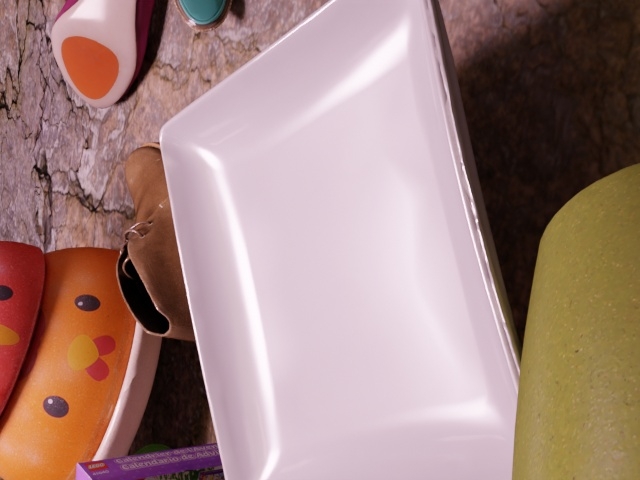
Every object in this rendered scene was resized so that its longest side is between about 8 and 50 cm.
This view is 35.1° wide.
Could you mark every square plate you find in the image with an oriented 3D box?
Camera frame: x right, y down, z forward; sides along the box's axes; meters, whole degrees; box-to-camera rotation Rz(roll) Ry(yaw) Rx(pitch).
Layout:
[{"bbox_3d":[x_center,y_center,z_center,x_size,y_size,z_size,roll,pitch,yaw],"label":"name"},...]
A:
[{"bbox_3d":[0.007,0.020,0.741,0.347,0.049,0.344,-24,75,50],"label":"square plate"}]

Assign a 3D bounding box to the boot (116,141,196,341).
[{"bbox_3d":[-0.186,-0.008,1.165,0.305,0.115,0.112,59,138,37],"label":"boot"}]

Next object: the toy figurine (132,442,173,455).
[{"bbox_3d":[-0.240,0.352,1.279,0.159,0.130,0.173,142,142,-61],"label":"toy figurine"}]

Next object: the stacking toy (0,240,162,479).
[{"bbox_3d":[-0.458,0.114,1.201,0.350,0.480,0.350,-41,39,45],"label":"stacking toy"}]

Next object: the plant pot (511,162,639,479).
[{"bbox_3d":[0.207,0.109,0.491,0.275,0.275,0.293,-51,34,44],"label":"plant pot"}]

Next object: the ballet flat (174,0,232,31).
[{"bbox_3d":[-0.140,-0.317,1.143,0.067,0.073,0.206,104,157,-72],"label":"ballet flat"}]

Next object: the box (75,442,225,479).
[{"bbox_3d":[-0.162,0.364,1.065,0.057,0.201,0.293,23,110,53],"label":"box"}]

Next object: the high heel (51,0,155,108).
[{"bbox_3d":[-0.244,-0.338,1.294,0.181,0.127,0.377,-65,2,-39],"label":"high heel"}]
